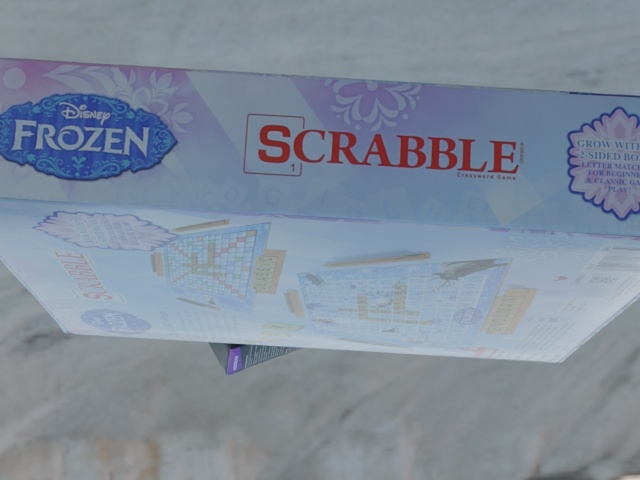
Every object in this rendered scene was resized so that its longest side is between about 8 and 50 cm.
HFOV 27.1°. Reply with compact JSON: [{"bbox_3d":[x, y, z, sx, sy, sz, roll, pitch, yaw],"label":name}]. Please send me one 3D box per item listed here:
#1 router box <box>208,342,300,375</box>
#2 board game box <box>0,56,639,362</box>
[{"bbox_3d":[-0.062,0.022,1.206,0.133,0.179,0.046,-18,147,-23],"label":"router box"},{"bbox_3d":[0.000,0.000,0.691,0.318,0.066,0.319,3,165,-1],"label":"board game box"}]
